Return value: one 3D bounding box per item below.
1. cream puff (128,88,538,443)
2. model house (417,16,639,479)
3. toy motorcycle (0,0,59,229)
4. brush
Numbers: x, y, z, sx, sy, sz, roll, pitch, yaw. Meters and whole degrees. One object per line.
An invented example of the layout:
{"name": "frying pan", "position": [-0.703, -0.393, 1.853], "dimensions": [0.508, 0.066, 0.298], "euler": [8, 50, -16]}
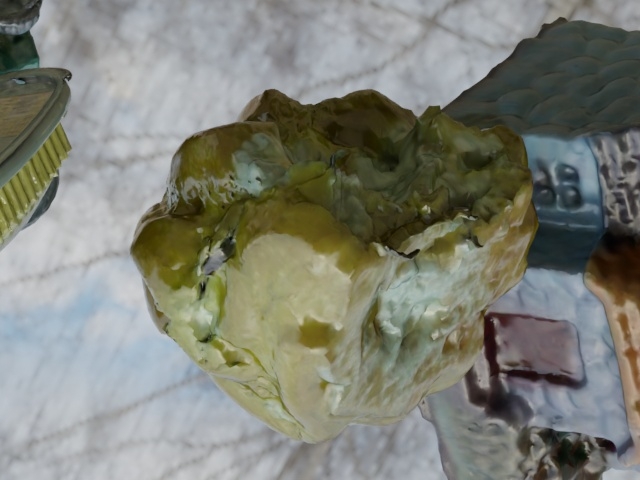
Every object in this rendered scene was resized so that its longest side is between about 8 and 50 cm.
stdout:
{"name": "cream puff", "position": [-0.001, 0.005, 0.991], "dimensions": [0.221, 0.194, 0.195], "euler": [-9, -140, -45]}
{"name": "model house", "position": [0.280, 0.048, 1.376], "dimensions": [0.339, 0.360, 0.297], "euler": [7, -147, 39]}
{"name": "toy motorcycle", "position": [-0.253, -0.116, 1.056], "dimensions": [0.198, 0.109, 0.296], "euler": [-14, -122, -15]}
{"name": "brush", "position": [-0.184, 0.002, 0.871], "dimensions": [0.068, 0.060, 0.297], "euler": [-3, -153, 20]}
